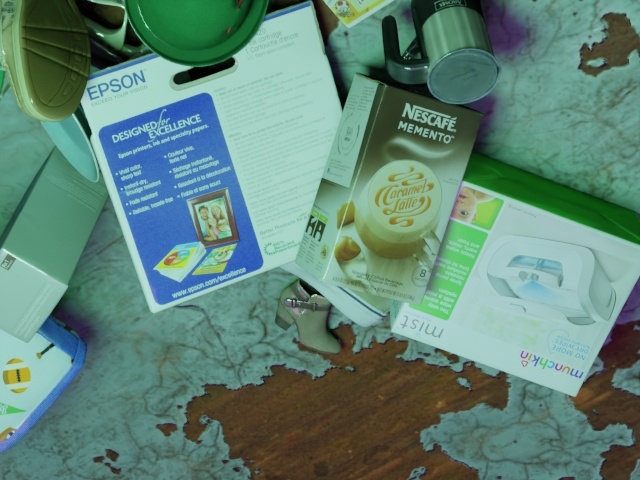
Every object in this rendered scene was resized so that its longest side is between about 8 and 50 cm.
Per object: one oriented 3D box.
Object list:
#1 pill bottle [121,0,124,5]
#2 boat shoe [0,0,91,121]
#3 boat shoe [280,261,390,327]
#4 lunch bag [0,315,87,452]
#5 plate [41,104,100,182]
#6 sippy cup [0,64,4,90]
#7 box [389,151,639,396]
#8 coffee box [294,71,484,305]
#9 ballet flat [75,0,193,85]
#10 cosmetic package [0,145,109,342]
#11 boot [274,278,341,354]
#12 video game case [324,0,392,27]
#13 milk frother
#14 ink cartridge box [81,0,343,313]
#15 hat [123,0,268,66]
[{"bbox_3d":[-0.220,-0.330,1.804,0.078,0.078,0.137,-18,125,22],"label":"pill bottle"},{"bbox_3d":[-0.334,-0.254,1.778,0.089,0.285,0.104,-27,150,34],"label":"boat shoe"},{"bbox_3d":[0.000,0.000,2.038,0.094,0.109,0.302,-40,124,18],"label":"boat shoe"},{"bbox_3d":[-0.554,0.150,2.120,0.385,0.239,0.328,-28,127,36],"label":"lunch bag"},{"bbox_3d":[-0.321,-0.157,1.927,0.024,0.188,0.188,-35,127,-18],"label":"plate"},{"bbox_3d":[-0.539,-0.182,1.897,0.224,0.240,0.305,25,90,2],"label":"sippy cup"},{"bbox_3d":[0.247,0.039,1.972,0.262,0.127,0.231,21,113,-8],"label":"box"},{"bbox_3d":[0.081,-0.062,1.866,0.141,0.098,0.246,14,99,-23],"label":"coffee box"},{"bbox_3d":[-0.239,-0.233,1.881,0.280,0.095,0.096,30,117,-15],"label":"ballet flat"},{"bbox_3d":[-0.359,0.003,1.994,0.107,0.238,0.127,29,128,-15],"label":"cosmetic package"},{"bbox_3d":[-0.006,0.104,2.150,0.118,0.042,0.087,26,126,-13],"label":"boot"},{"bbox_3d":[0.058,-0.373,1.759,0.227,0.026,0.206,-29,119,27],"label":"video game case"},{"bbox_3d":[0.145,-0.207,1.801,0.129,0.135,0.143,-20,137,14],"label":"milk frother"},{"bbox_3d":[-0.114,-0.104,1.880,0.303,0.072,0.307,-20,107,-10],"label":"ink cartridge box"},{"bbox_3d":[-0.112,-0.291,1.701,0.173,0.183,0.208,16,93,-19],"label":"hat"}]
